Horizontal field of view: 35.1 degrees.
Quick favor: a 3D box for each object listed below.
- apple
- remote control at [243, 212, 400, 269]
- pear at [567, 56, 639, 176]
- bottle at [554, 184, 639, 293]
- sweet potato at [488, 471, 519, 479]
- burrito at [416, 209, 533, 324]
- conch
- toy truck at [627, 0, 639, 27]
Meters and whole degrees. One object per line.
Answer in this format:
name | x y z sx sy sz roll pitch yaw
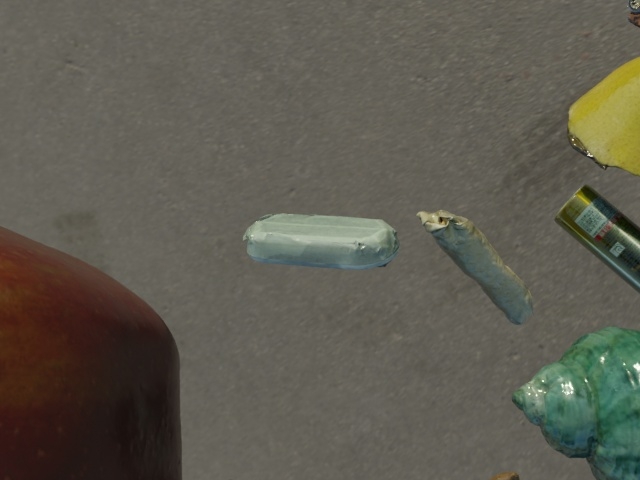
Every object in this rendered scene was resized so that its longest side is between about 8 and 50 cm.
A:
apple | -0.229 0.114 0.560 0.288 0.317 0.288 -4 82 29
remote control | 0.000 0.000 1.526 0.247 0.104 0.052 4 121 25
pear | 0.532 -0.207 1.564 0.267 0.267 0.178 32 125 20
bottle | 0.506 0.031 1.609 0.286 0.082 0.082 42 125 14
sweet potato | 0.312 0.493 1.898 0.051 0.065 0.218 52 131 25
burrito | 0.248 0.038 1.555 0.275 0.059 0.082 44 174 -32
conch | 0.301 0.185 1.030 0.202 0.134 0.196 25 113 21
toy truck | 0.486 -0.346 1.303 0.092 0.083 0.192 51 121 42
